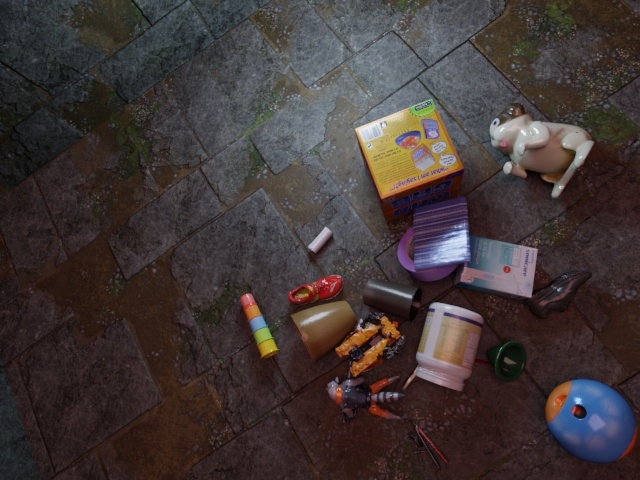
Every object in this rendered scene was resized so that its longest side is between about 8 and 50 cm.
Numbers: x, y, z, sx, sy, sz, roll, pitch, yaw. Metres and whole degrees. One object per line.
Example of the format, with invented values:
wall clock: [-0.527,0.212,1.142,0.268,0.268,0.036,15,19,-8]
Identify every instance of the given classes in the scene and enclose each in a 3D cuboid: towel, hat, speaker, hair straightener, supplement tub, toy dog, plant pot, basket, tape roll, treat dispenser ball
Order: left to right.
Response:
speaker: [0.000,0.000,2.070,0.055,0.055,0.136,40,88,19]
plant pot: [0.030,0.385,1.891,0.254,0.237,0.237,-26,71,-10]
basket: [0.318,0.257,1.872,0.227,0.204,0.154,13,90,25]
hair straightener: [0.426,0.859,1.754,0.089,0.047,0.230,-41,71,0]
tape roll: [0.487,0.041,1.864,0.275,0.090,0.274,-22,46,25]
towel: [0.519,-0.031,1.806,0.243,0.040,0.336,-13,52,31]
supplement tub: [0.532,0.439,1.744,0.228,0.228,0.316,15,80,16]
hat: [0.738,0.488,1.793,0.208,0.183,0.173,19,86,-25]
toy dog: [0.959,-0.449,1.857,0.408,0.284,0.395,30,71,18]
treat dispenser ball: [0.995,0.664,1.548,0.288,0.288,0.288,-3,75,12]

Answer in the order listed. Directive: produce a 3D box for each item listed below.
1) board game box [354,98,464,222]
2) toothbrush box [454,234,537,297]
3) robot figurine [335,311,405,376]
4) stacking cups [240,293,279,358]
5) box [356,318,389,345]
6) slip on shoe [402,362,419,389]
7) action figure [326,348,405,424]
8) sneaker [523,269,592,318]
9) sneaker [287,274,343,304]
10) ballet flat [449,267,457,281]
board game box: [0.399,-0.343,1.909,0.357,0.356,0.356,-20,72,7]
toothbrush box: [0.756,0.120,1.813,0.296,0.126,0.216,13,78,6]
robot figurine: [0.220,0.444,1.811,0.291,0.085,0.211,-34,68,-13]
stacking cups: [-0.301,0.409,2.024,0.096,0.096,0.316,-29,66,4]
box: [0.251,0.418,1.905,0.169,0.054,0.059,22,82,16]
slip on shoe: [0.408,0.600,1.827,0.041,0.051,0.135,37,80,7]
action figure: [0.187,0.625,1.807,0.330,0.178,0.341,0,76,3]
sneaker: [1.016,0.227,1.766,0.286,0.109,0.130,-34,77,12]
sneaker: [-0.024,0.240,1.979,0.279,0.118,0.107,-23,73,6]
ballet flat: [0.606,0.116,1.905,0.057,0.049,0.173,-17,73,9]
